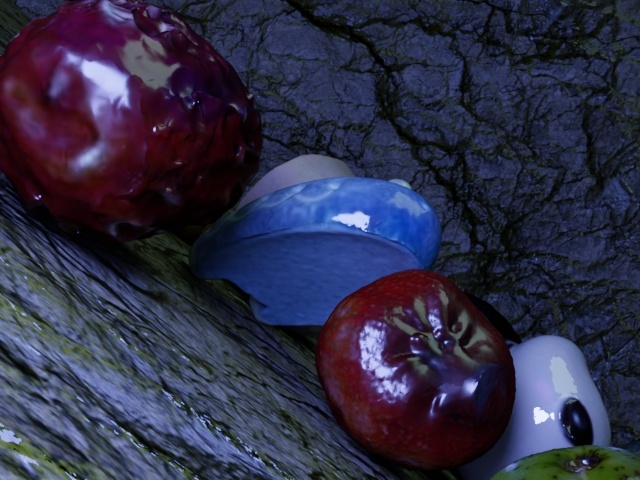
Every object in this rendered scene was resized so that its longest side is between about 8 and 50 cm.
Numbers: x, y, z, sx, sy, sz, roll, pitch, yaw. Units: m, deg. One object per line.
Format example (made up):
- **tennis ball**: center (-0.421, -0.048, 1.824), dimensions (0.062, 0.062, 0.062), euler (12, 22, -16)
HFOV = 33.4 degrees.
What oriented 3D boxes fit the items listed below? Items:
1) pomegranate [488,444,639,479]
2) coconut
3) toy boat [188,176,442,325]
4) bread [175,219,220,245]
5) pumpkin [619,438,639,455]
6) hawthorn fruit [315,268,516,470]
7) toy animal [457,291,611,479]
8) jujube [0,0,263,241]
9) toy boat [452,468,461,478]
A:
- **pomegranate**: center (0.238, 0.303, 0.922), dimensions (0.214, 0.214, 0.248), euler (-127, -159, -79)
- **coconut**: center (-0.021, 0.000, 1.596), dimensions (0.239, 0.239, 0.244), euler (38, 9, -50)
- **toy boat**: center (0.000, 0.000, 1.323), dimensions (0.330, 0.123, 0.215), euler (-19, -46, 39)
- **bread**: center (-0.216, -0.063, 1.556), dimensions (0.233, 0.076, 0.105), euler (38, 1, -19)
- **pumpkin**: center (0.382, 0.330, 1.076), dimensions (0.300, 0.300, 0.207), euler (43, -30, 37)
- **hawthorn fruit**: center (0.106, 0.154, 1.230), dimensions (0.230, 0.210, 0.266), euler (37, -11, 6)
- **toy animal**: center (0.230, 0.227, 1.407), dimensions (0.310, 0.251, 0.251), euler (33, -4, 42)
- **jujube**: center (-0.188, -0.114, 1.043), dimensions (0.258, 0.258, 0.377), euler (41, 15, -2)
- **toy boat**: center (0.214, 0.295, 1.602), dimensions (0.293, 0.099, 0.108), euler (51, 6, 30)
